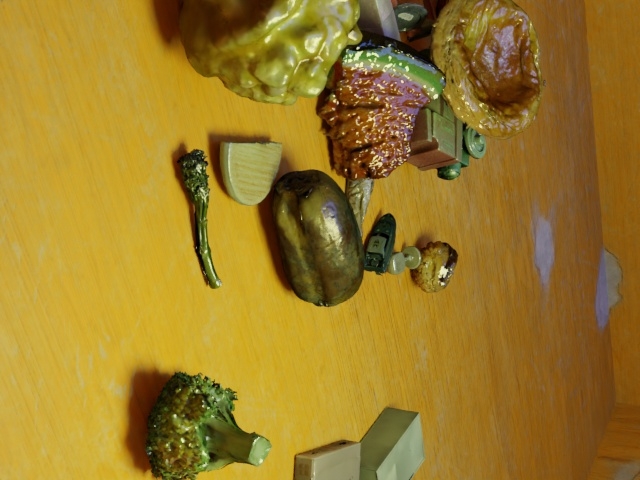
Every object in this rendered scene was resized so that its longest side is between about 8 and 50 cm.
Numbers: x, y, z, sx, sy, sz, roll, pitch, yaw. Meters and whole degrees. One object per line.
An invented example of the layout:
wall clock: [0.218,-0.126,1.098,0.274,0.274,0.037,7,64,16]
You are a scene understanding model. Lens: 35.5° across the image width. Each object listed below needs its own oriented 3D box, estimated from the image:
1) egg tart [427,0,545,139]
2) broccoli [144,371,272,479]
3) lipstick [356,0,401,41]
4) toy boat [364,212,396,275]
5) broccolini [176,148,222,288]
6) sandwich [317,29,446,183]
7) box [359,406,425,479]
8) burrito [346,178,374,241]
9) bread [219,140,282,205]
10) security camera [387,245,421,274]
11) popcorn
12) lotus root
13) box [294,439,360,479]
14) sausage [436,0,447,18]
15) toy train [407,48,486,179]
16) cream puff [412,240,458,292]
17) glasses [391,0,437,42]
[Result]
egg tart: [0.348,-0.383,2.195,0.352,0.150,0.352,8,76,-35]
broccoli: [-0.165,0.290,1.527,0.194,0.194,0.219,-61,148,-37]
lipstick: [0.127,-0.412,2.091,0.068,0.066,0.317,-55,138,-41]
toy boat: [0.132,0.003,2.161,0.060,0.055,0.141,56,46,-57]
broccolini: [-0.187,-0.029,1.600,0.051,0.054,0.239,-58,145,-63]
sandwich: [0.096,-0.258,1.980,0.250,0.162,0.301,6,107,-27]
box: [0.144,0.488,2.207,0.225,0.086,0.129,-42,129,-51]
burrito: [0.083,-0.102,2.064,0.063,0.058,0.229,22,72,-55]
bread: [-0.125,-0.115,1.712,0.193,0.036,0.112,-12,109,-63]
security camera: [0.181,0.046,2.272,0.092,0.058,0.058,-10,102,-47]
popcorn: [-0.075,-0.377,1.523,0.274,0.279,0.335,2,93,-21]
lotus root: [0.000,0.000,1.827,0.160,0.152,0.275,-81,163,-53]
box: [0.010,0.599,2.014,0.204,0.051,0.365,2,92,-60]
sausage: [0.331,-0.475,2.436,0.089,0.083,0.300,-37,122,-46]
toy train: [0.270,-0.298,2.285,0.221,0.150,0.304,22,63,-44]
cream puff: [0.269,0.065,2.362,0.133,0.104,0.119,-61,175,-25]
glasses: [0.178,-0.577,2.199,0.234,0.118,0.268,1,72,-59]
